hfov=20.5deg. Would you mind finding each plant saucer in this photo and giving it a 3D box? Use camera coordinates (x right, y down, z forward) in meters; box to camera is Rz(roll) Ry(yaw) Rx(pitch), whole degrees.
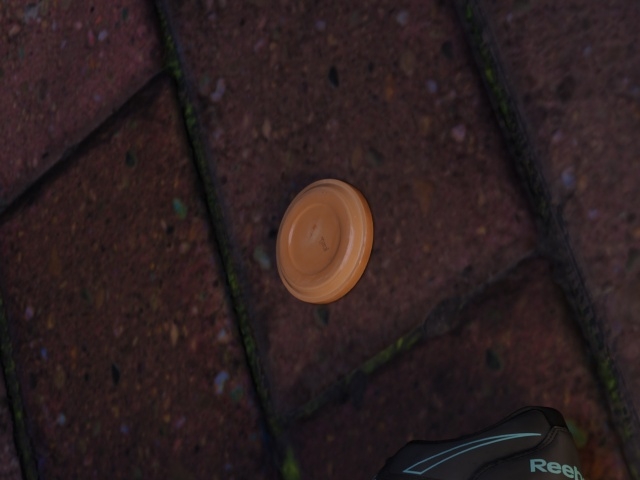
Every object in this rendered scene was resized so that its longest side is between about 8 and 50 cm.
[{"bbox_3d":[0.000,0.000,1.163,0.083,0.013,0.083,-13,71,42],"label":"plant saucer"}]

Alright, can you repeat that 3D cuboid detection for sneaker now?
[{"bbox_3d":[0.052,0.184,1.024,0.267,0.101,0.106,-30,40,35],"label":"sneaker"}]
